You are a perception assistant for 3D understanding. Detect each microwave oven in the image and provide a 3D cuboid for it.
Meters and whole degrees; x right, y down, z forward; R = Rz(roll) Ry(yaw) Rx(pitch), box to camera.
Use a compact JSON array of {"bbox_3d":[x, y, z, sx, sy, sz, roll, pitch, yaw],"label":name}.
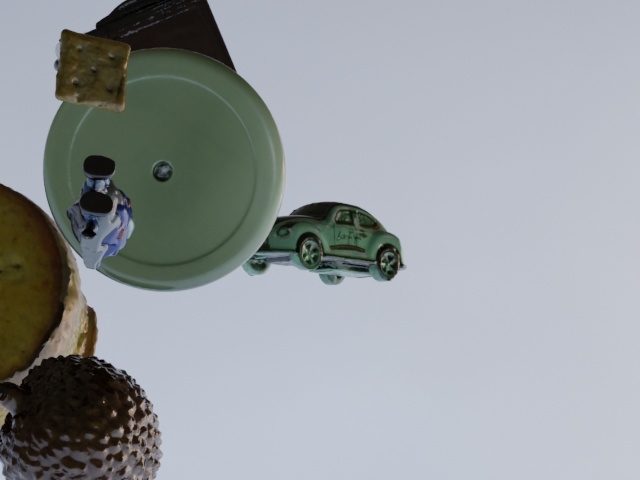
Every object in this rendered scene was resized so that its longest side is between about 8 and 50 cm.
[{"bbox_3d":[-0.275,-0.277,2.107,0.247,0.188,0.178,-26,-173,-13],"label":"microwave oven"}]

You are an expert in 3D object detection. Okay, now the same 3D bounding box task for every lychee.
[{"bbox_3d":[-0.286,0.223,1.576,0.238,0.200,0.200,41,-178,-32],"label":"lychee"}]

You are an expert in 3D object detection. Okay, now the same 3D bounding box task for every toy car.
[{"bbox_3d":[0.000,0.000,2.103,0.306,0.125,0.136,11,168,-44],"label":"toy car"}]

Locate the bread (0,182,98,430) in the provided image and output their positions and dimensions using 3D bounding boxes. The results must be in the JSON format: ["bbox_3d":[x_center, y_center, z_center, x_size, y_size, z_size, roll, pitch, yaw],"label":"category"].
[{"bbox_3d":[-0.499,0.095,1.858,0.398,0.215,0.398,5,-117,-10],"label":"bread"}]

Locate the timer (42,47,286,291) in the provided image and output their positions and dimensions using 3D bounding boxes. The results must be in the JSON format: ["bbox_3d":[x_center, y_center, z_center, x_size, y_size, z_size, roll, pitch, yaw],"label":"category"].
[{"bbox_3d":[-0.181,-0.095,1.742,0.290,0.291,0.315,5,-175,1],"label":"timer"}]

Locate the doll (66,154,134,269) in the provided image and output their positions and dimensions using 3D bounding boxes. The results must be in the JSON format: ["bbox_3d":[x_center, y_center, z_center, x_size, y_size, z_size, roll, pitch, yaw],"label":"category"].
[{"bbox_3d":[-0.225,-0.026,1.374,0.070,0.096,0.195,10,162,-3],"label":"doll"}]

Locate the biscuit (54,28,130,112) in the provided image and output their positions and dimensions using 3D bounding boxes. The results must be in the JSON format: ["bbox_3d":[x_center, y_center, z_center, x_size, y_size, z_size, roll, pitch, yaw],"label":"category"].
[{"bbox_3d":[-0.250,-0.187,1.484,0.081,0.083,0.018,11,164,-27],"label":"biscuit"}]
